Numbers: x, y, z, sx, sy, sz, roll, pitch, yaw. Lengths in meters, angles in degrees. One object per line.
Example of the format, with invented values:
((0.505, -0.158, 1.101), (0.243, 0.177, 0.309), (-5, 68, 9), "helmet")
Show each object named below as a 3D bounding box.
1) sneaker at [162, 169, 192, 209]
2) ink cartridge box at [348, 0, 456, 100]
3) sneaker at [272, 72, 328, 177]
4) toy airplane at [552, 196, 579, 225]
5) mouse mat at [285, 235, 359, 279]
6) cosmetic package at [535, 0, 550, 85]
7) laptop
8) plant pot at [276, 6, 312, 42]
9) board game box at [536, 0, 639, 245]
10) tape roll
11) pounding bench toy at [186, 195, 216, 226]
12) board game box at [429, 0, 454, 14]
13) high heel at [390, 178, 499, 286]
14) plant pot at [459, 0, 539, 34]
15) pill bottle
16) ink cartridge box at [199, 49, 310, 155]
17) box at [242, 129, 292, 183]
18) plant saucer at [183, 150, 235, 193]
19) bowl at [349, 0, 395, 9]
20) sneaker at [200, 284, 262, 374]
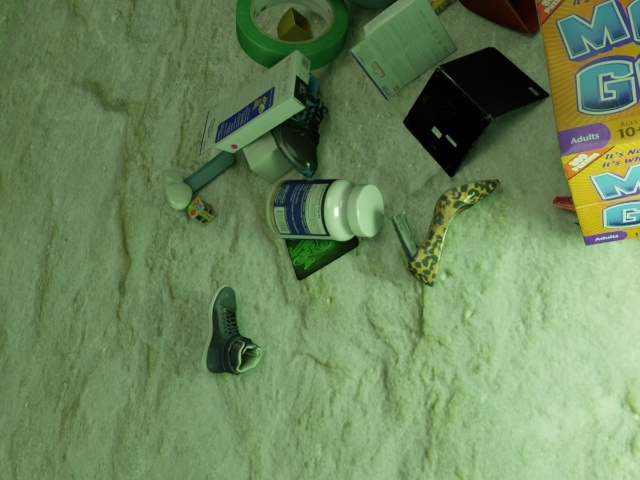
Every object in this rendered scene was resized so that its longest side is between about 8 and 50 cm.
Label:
((-0.431, -0.127, 2.087), (0.212, 0.080, 0.094), (-119, 39, -55), "sneaker")
((0.203, -0.489, 1.768), (0.224, 0.223, 0.045), (-35, 52, 12), "ink cartridge box")
((-0.050, -0.323, 1.913), (0.139, 0.125, 0.341), (-28, 54, 20), "sneaker")
((0.561, -0.093, 1.456), (0.151, 0.028, 0.151), (-14, 60, 25), "toy airplane")
((0.000, 0.000, 1.793), (0.189, 0.007, 0.152), (-32, 53, 17), "mouse mat")
((0.609, -0.542, 1.497), (0.284, 0.097, 0.377), (-8, 95, 32), "cosmetic package")
((0.366, -0.318, 1.710), (0.264, 0.136, 0.234), (-58, 44, 29), "laptop")
((-0.086, -0.636, 2.130), (0.083, 0.081, 0.081), (-31, 53, 30), "plant pot")
((0.615, -0.245, 1.266), (0.356, 0.356, 0.356), (-11, 62, 23), "board game box")
((-0.081, -0.624, 2.011), (0.321, 0.077, 0.321), (2, 61, -4), "tape roll")
((-0.351, -0.095, 2.033), (0.052, 0.065, 0.083), (-40, 51, 10), "pounding bench toy")
((0.298, -0.653, 1.915), (0.154, 0.026, 0.103), (-38, 51, 11), "board game box")
((0.304, -0.018, 1.570), (0.261, 0.093, 0.186), (-25, 73, 11), "high heel")
((0.433, -0.696, 1.715), (0.267, 0.267, 0.236), (-57, 38, -4), "plant pot")
((0.011, -0.074, 1.720), (0.264, 0.153, 0.153), (3, 68, 33), "pill bottle")
((-0.183, -0.359, 1.929), (0.371, 0.069, 0.176), (-23, 48, 35), "ink cartridge box")
((-0.139, -0.233, 1.941), (0.102, 0.101, 0.087), (-37, 52, 15), "box")
((-0.334, -0.203, 2.109), (0.192, 0.018, 0.067), (-35, 52, 15), "plant saucer")
((0.157, -0.778, 1.985), (0.311, 0.163, 0.311), (-15, 58, 27), "bowl")
((-0.210, 0.223, 1.754), (0.163, 0.086, 0.226), (-5, 74, 43), "sneaker")
